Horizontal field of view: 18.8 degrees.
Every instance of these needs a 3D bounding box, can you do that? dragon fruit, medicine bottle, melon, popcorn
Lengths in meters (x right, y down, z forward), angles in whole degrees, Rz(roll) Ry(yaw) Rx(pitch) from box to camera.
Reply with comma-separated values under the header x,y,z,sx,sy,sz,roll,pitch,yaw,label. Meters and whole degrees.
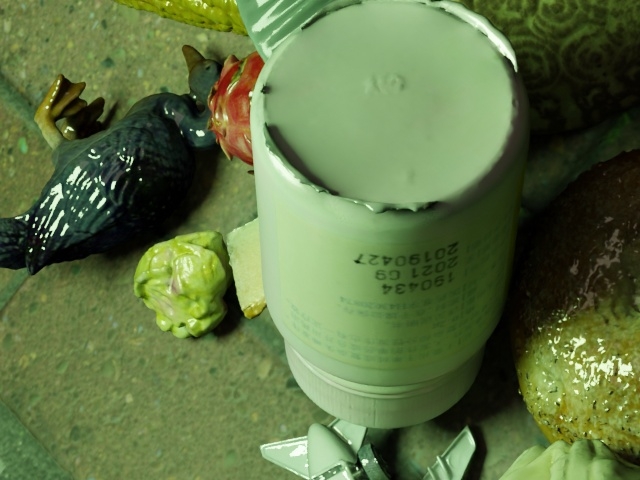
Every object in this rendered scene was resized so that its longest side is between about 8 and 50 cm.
x,y,z,sx,sy,sz,roll,pitch,yaw,label
-0.032,-0.127,1.847,0.133,0.136,0.166,-40,17,-33,dragon fruit
0.054,-0.009,1.581,0.214,0.378,0.213,0,58,0,medicine bottle
-0.003,-0.003,1.824,0.182,0.054,0.098,-32,33,10,melon
-0.130,0.036,1.878,0.097,0.109,0.089,21,49,2,popcorn

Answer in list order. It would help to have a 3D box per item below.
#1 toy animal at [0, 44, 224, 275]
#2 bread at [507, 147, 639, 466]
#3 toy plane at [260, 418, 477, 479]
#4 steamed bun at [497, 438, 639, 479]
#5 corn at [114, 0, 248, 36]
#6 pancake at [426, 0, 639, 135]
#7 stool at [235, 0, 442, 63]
x,y,z,sx,sy,sz,roll,pitch,yaw,label
-0.215,-0.078,1.946,0.185,0.122,0.298,34,75,30,toy animal
0.283,0.060,1.574,0.306,0.159,0.305,-11,67,28,bread
0.037,0.260,1.692,0.251,0.101,0.255,-29,60,8,toy plane
0.168,0.298,1.481,0.275,0.206,0.320,39,122,26,steamed bun
-0.160,-0.287,1.988,0.363,0.120,0.120,24,87,37,corn
0.173,-0.211,1.537,0.286,0.288,0.033,-12,30,21,pancake
0.122,-0.246,1.707,0.330,0.297,0.297,-37,58,21,stool
